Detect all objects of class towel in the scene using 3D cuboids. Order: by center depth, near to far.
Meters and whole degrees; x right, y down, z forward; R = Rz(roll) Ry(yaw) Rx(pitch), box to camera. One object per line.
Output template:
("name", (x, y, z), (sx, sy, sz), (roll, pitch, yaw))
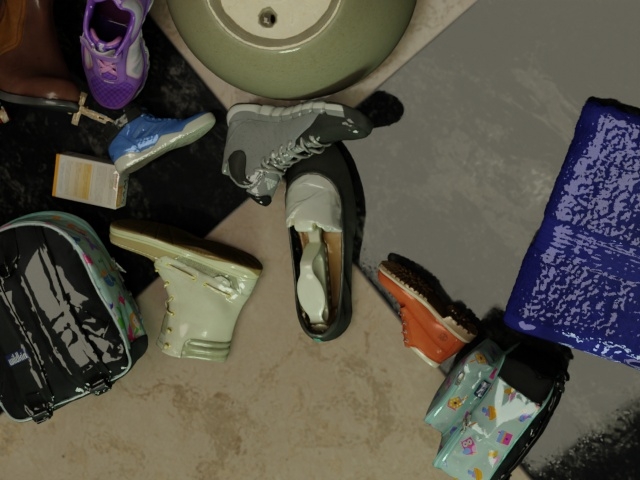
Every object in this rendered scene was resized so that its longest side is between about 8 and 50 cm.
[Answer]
("towel", (0.382, -0.001, 1.558), (0.227, 0.076, 0.308), (19, 104, 3))

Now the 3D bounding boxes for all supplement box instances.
("supplement box", (-0.319, -0.085, 1.738), (0.098, 0.036, 0.062), (12, 103, 12))

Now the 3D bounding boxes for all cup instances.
("cup", (-0.044, -0.319, 1.488), (0.331, 0.237, 0.331), (1, 103, 3))

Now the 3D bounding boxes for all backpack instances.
("backpack", (0.214, 0.224, 1.590), (0.144, 0.166, 0.188), (27, 102, 11))
("backpack", (-0.373, 0.088, 1.703), (0.225, 0.191, 0.254), (-25, 102, 11))

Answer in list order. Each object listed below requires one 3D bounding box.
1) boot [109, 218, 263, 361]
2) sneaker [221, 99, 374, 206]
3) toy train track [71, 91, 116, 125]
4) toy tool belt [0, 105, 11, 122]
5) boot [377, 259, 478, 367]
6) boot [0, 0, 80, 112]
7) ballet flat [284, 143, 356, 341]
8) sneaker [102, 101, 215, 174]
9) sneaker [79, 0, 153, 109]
("boot", (-0.204, 0.070, 1.704), (0.213, 0.077, 0.165), (19, 108, -7))
("sneaker", (-0.036, -0.105, 1.593), (0.228, 0.086, 0.132), (4, 74, 41))
("toy train track", (-0.322, -0.176, 1.733), (0.083, 0.014, 0.048), (23, 105, 9))
("toy tool belt", (-0.477, -0.192, 1.749), (0.051, 0.052, 0.083), (-33, 110, -6))
("boot", (0.122, 0.098, 1.649), (0.158, 0.059, 0.084), (44, 112, 2))
("boot", (-0.353, -0.320, 1.624), (0.096, 0.264, 0.281), (9, 106, -29))
("ballet flat", (0.000, 0.000, 1.640), (0.095, 0.096, 0.281), (-4, 99, 16))
("sneaker", (-0.223, -0.159, 1.687), (0.152, 0.058, 0.085), (-27, 82, 9))
("sneaker", (-0.272, -0.259, 1.623), (0.095, 0.105, 0.236), (14, 133, -2))
